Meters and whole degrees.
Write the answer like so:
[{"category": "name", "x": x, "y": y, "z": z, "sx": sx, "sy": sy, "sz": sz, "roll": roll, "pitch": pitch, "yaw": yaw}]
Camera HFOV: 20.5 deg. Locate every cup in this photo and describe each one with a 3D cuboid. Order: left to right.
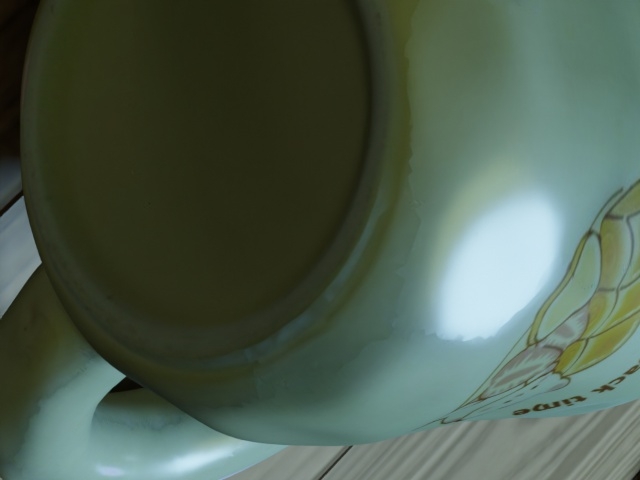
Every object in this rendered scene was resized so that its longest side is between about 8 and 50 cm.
[{"category": "cup", "x": -0.002, "y": -0.020, "z": 0.544, "sx": 0.202, "sy": 0.255, "sz": 0.173, "roll": 3, "pitch": 74, "yaw": -52}]
